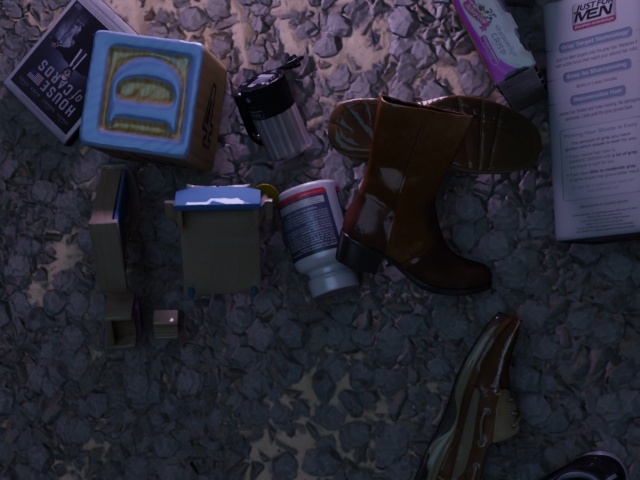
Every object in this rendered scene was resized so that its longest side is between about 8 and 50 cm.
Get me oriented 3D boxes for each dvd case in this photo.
[{"bbox_3d":[-0.442,-0.317,2.132,0.179,0.029,0.239,43,96,15],"label":"dvd case"}]

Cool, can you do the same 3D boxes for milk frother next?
[{"bbox_3d":[-0.060,-0.228,1.985,0.143,0.129,0.135,-29,115,-16],"label":"milk frother"}]

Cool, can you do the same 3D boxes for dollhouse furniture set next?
[{"bbox_3d":[-0.218,0.010,1.997,0.303,0.198,0.286,-2,124,-1],"label":"dollhouse furniture set"}]

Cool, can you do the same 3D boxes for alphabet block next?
[{"bbox_3d":[-0.276,-0.230,1.976,0.192,0.197,0.193,10,88,6],"label":"alphabet block"}]

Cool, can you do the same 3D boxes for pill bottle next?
[{"bbox_3d":[0.000,0.000,1.936,0.108,0.108,0.180,-19,80,14],"label":"pill bottle"}]

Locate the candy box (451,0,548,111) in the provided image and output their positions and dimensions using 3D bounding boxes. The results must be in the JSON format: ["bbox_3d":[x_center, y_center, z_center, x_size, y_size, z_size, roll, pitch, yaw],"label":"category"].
[{"bbox_3d":[0.281,-0.298,1.816,0.071,0.233,0.159,-28,78,12],"label":"candy box"}]

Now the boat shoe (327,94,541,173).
[{"bbox_3d":[0.182,-0.168,1.901,0.341,0.110,0.122,8,81,2],"label":"boat shoe"}]

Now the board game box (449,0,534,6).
[{"bbox_3d":[0.281,-0.529,1.884,0.142,0.144,0.275,6,87,16],"label":"board game box"}]

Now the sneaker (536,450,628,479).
[{"bbox_3d":[0.339,0.409,1.778,0.268,0.153,0.101,-34,77,11],"label":"sneaker"}]

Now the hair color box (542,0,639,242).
[{"bbox_3d":[0.452,-0.189,1.783,0.185,0.113,0.374,-8,83,45],"label":"hair color box"}]

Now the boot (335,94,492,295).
[{"bbox_3d":[0.180,-0.069,1.838,0.264,0.096,0.280,18,107,0],"label":"boot"}]

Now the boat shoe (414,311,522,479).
[{"bbox_3d":[0.255,0.273,1.842,0.120,0.122,0.324,23,100,11],"label":"boat shoe"}]
